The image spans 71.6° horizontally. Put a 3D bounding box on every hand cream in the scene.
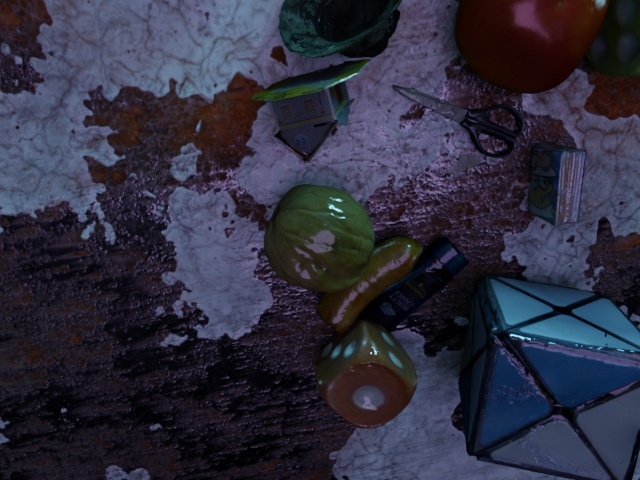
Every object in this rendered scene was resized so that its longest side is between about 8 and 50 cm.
[{"bbox_3d":[0.212,0.107,1.026,0.120,0.061,0.270,40,109,-21],"label":"hand cream"}]

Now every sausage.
[{"bbox_3d":[0.107,0.088,0.979,0.270,0.109,0.109,-41,108,10],"label":"sausage"}]

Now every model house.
[{"bbox_3d":[-0.003,-0.220,0.790,0.207,0.219,0.136,-7,120,18],"label":"model house"}]

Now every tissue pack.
[{"bbox_3d":[0.492,-0.119,0.933,0.064,0.116,0.155,-7,108,-2],"label":"tissue pack"}]

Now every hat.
[{"bbox_3d":[0.068,-0.399,0.783,0.266,0.266,0.128,-49,143,12],"label":"hat"}]

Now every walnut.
[{"bbox_3d":[0.000,0.000,0.889,0.227,0.228,0.228,-2,110,-4],"label":"walnut"}]

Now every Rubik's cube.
[{"bbox_3d":[0.468,0.280,0.940,0.304,0.310,0.308,9,109,8],"label":"Rubik's cube"}]

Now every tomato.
[{"bbox_3d":[0.377,-0.399,0.791,0.259,0.180,0.260,-2,108,-6],"label":"tomato"}]

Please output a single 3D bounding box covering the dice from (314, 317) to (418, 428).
[{"bbox_3d":[0.104,0.295,1.009,0.175,0.179,0.174,41,108,-12],"label":"dice"}]

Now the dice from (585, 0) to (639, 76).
[{"bbox_3d":[0.625,-0.434,0.777,0.232,0.227,0.239,-16,111,4],"label":"dice"}]

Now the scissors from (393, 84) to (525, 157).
[{"bbox_3d":[0.283,-0.260,0.915,0.299,0.022,0.109,19,103,-10],"label":"scissors"}]
